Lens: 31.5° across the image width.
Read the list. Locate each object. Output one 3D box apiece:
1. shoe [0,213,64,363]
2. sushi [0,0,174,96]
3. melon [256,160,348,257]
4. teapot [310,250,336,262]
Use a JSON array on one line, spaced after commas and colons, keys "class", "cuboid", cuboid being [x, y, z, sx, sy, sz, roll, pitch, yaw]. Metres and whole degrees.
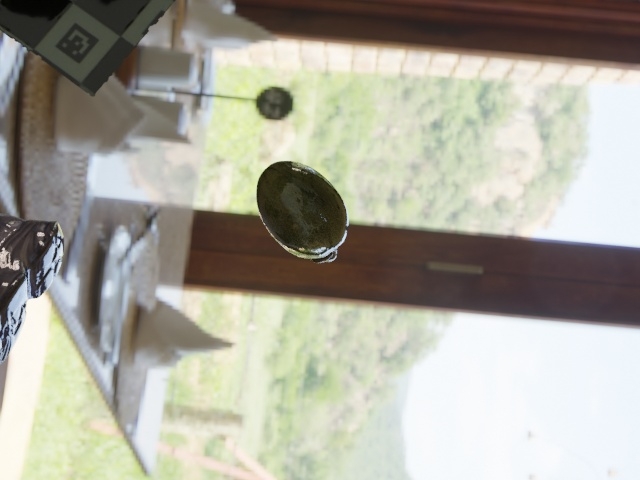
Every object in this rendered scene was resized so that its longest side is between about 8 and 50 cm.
[{"class": "shoe", "cuboid": [-0.397, 0.053, 1.299, 0.245, 0.137, 0.095, -70, 170, -48]}, {"class": "sushi", "cuboid": [-0.266, -0.382, 1.151, 0.343, 0.359, 0.064, -53, 171, -10]}, {"class": "melon", "cuboid": [-0.023, -0.038, 1.377, 0.098, 0.131, 0.098, -40, 177, -3]}, {"class": "teapot", "cuboid": [0.000, 0.000, 1.747, 0.078, 0.098, 0.129, 63, 5, -15]}]
